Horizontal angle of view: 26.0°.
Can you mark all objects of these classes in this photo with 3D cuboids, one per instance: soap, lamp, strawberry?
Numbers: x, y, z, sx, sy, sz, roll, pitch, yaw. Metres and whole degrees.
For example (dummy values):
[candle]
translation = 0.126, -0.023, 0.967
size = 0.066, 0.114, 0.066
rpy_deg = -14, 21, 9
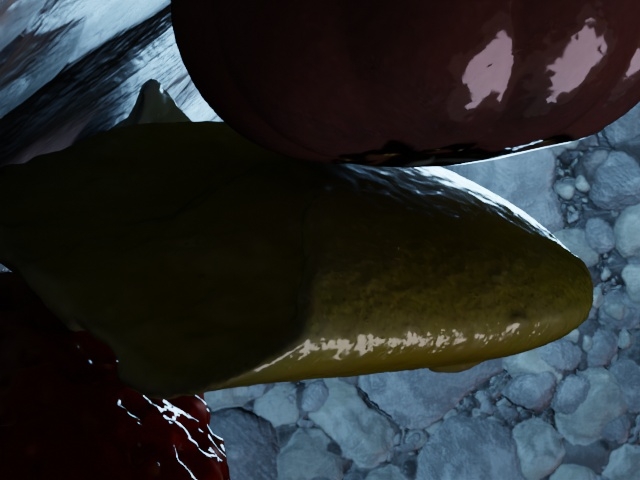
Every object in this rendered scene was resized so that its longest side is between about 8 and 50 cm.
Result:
[soap]
translation = 0.000, -0.003, 0.914
size = 0.427, 0.306, 0.115
rpy_deg = -5, 113, -51
[lamp]
translation = 0.061, -0.163, 0.818
size = 0.305, 0.240, 0.305
rpy_deg = -5, -176, 0
[strawberry]
translation = -0.182, 0.116, 0.809
size = 0.265, 0.149, 0.336
rpy_deg = -26, -155, -32

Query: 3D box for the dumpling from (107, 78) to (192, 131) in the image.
[dumpling]
translation = -0.138, -0.037, 1.081
size = 0.136, 0.118, 0.199
rpy_deg = -40, 147, -23
